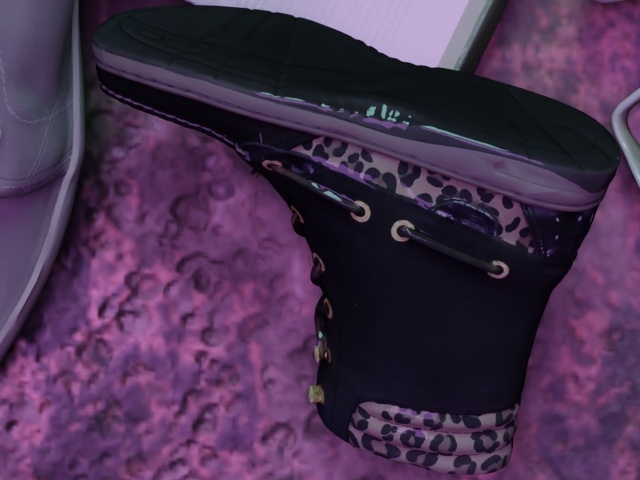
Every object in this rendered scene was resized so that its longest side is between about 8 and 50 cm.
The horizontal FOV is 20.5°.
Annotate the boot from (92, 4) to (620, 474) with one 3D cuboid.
[{"bbox_3d":[0.000,0.001,0.795,0.236,0.085,0.178,17,121,10],"label":"boot"}]

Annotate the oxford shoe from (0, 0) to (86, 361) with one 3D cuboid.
[{"bbox_3d":[-0.178,-0.111,0.780,0.169,0.130,0.449,22,112,7],"label":"oxford shoe"}]

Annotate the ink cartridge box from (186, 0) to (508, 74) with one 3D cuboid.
[{"bbox_3d":[-0.012,-0.178,0.831,0.235,0.056,0.171,26,94,9],"label":"ink cartridge box"}]

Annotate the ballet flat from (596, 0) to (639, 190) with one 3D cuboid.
[{"bbox_3d":[0.188,-0.087,0.797,0.124,0.116,0.342,-11,95,26],"label":"ballet flat"}]
